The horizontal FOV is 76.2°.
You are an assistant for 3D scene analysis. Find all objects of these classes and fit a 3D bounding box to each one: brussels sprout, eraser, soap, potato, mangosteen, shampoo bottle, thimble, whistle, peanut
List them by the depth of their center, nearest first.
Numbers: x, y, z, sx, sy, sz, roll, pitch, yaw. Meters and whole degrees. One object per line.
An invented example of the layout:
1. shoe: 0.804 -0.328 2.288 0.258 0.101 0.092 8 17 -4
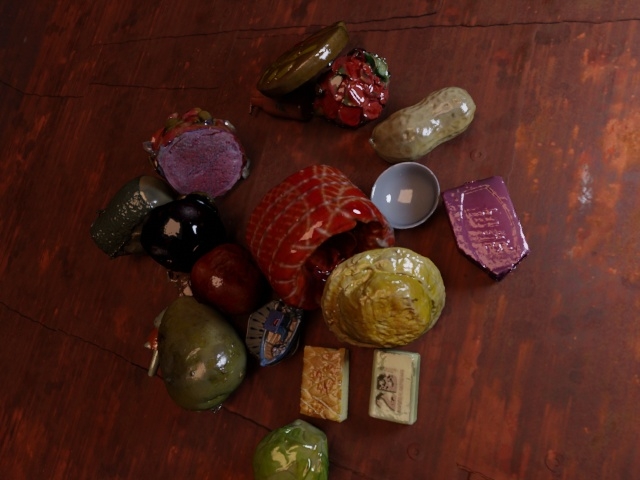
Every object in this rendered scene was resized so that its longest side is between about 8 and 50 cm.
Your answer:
1. soap: 0.415 -0.023 1.015 0.162 0.099 0.249 -18 70 14
2. eraser: 0.189 0.369 1.044 0.117 0.058 0.172 1 78 26
3. brussels sprout: -0.073 0.589 1.057 0.223 0.161 0.223 -5 80 31
4. thimble: 0.000 0.000 1.072 0.350 0.350 0.230 -43 51 10
5. peanut: 0.279 -0.304 1.122 0.291 0.143 0.159 -24 44 19
6. potato: -0.373 0.337 1.240 0.269 0.219 0.359 -54 52 12
7. mangosteen: -0.418 -0.033 1.311 0.233 0.287 0.287 34 93 21
8. whistle: -0.531 0.329 1.380 0.106 0.102 0.253 8 77 19
9. shampoo bottle: -0.144 -0.465 1.406 0.244 0.085 0.085 15 84 30

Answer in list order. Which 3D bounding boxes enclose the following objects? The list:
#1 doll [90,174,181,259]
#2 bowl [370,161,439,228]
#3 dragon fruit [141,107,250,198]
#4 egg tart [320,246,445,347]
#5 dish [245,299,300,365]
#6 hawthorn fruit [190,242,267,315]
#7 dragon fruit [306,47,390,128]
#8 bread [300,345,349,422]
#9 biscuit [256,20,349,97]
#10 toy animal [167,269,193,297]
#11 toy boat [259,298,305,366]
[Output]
1. doll: -0.663 -0.073 1.482 0.350 0.247 0.247 -34 65 11
2. bowl: 0.241 -0.112 1.125 0.189 0.086 0.188 -7 74 26
3. dragon fruit: -0.435 -0.331 1.409 0.296 0.314 0.263 -37 48 4
4. egg tart: 0.158 0.163 0.982 0.319 0.319 0.128 -37 23 13
5. dish: -0.128 0.276 1.216 0.191 0.066 0.190 -8 70 21
6. hawthorn fruit: -0.264 0.100 1.261 0.230 0.210 0.266 19 52 12
7. dragon fruit: 0.080 -0.445 1.231 0.293 0.234 0.233 -4 75 46
8. bread: 0.012 0.387 1.119 0.126 0.068 0.188 -2 76 26
9. biscuit: -0.056 -0.581 1.282 0.350 0.070 0.394 -45 28 -9
10. toy animal: -0.429 0.154 1.388 0.179 0.089 0.188 0 66 13
11. toy boat: -0.111 0.242 1.127 0.100 0.097 0.223 18 79 30
